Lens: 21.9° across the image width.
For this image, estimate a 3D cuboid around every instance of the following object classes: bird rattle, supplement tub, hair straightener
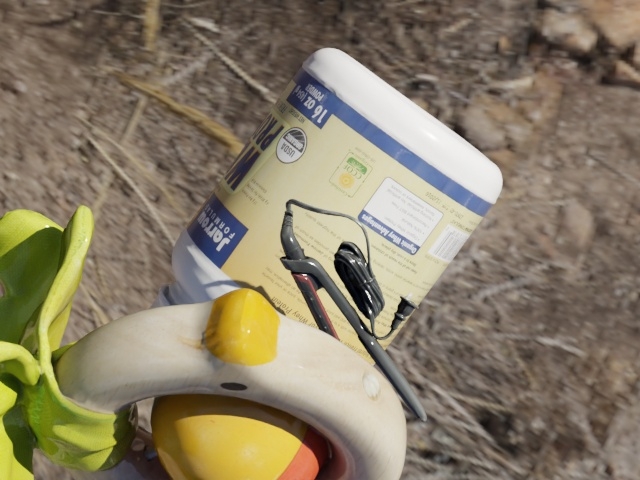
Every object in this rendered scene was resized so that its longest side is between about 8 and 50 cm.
[{"bbox_3d":[-0.057,0.102,0.760,0.253,0.207,0.143,49,40,-31],"label":"bird rattle"},{"bbox_3d":[0.000,0.000,1.590,0.228,0.228,0.316,34,97,-21],"label":"supplement tub"},{"bbox_3d":[0.036,0.060,1.427,0.089,0.047,0.230,-28,100,-4],"label":"hair straightener"}]
